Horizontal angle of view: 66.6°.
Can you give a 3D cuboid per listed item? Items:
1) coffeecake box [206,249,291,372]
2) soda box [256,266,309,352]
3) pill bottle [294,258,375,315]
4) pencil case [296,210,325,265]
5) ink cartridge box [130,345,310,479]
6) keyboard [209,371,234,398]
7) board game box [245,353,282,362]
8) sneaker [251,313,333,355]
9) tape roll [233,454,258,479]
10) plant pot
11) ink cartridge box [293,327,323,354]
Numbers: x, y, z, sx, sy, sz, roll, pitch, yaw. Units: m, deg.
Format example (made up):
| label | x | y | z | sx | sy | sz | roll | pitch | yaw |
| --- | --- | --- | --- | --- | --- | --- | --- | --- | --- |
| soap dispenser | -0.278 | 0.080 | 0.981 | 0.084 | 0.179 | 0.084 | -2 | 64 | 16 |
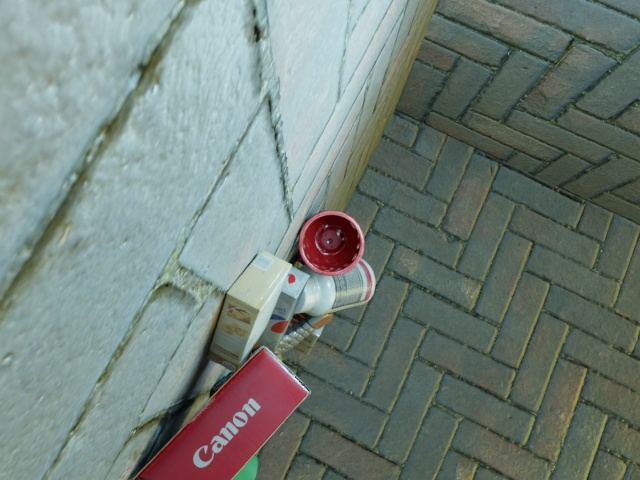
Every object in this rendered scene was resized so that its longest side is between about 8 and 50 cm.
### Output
| label | x | y | z | sx | sy | sz | roll | pitch | yaw |
| --- | --- | --- | --- | --- | --- | --- | --- | --- | --- |
| coffeecake box | -0.134 | 0.134 | 0.917 | 0.142 | 0.068 | 0.185 | -57 | 173 | -53 |
| soda box | -0.122 | 0.196 | 1.388 | 0.098 | 0.091 | 0.286 | -60 | 175 | -46 |
| pill bottle | 0.021 | 0.153 | 1.615 | 0.319 | 0.176 | 0.176 | -5 | 129 | -46 |
| pencil case | 0.000 | 0.000 | 1.706 | 0.209 | 0.098 | 0.095 | -63 | 177 | 0 |
| ink cartridge box | -0.171 | 0.360 | 0.921 | 0.309 | 0.130 | 0.272 | -45 | 171 | -16 |
| keyboard | -0.266 | 0.392 | 1.306 | 0.100 | 0.038 | 0.192 | -33 | 161 | -32 |
| board game box | -0.213 | 0.447 | 1.675 | 0.259 | 0.124 | 0.039 | -29 | 110 | -82 |
| sneaker | -0.125 | 0.280 | 1.747 | 0.321 | 0.180 | 0.124 | -31 | 153 | -1 |
| tape roll | -0.299 | 0.652 | 1.238 | 0.321 | 0.077 | 0.321 | -42 | -171 | 8 |
| plant pot | 0.033 | 0.002 | 1.467 | 0.191 | 0.191 | 0.174 | -64 | 180 | 5 |
| ink cartridge box | -0.079 | 0.308 | 1.989 | 0.197 | 0.198 | 0.270 | -62 | 177 | -30 |
